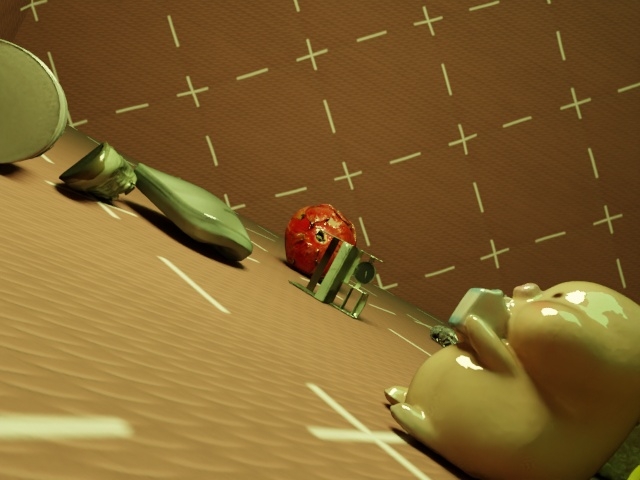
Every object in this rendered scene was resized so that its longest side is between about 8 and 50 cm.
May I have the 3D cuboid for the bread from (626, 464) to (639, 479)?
[{"bbox_3d":[0.368,0.285,0.390,0.384,0.112,0.166,23,30,-27],"label":"bread"}]

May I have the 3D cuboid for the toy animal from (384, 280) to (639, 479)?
[{"bbox_3d":[0.230,0.146,0.553,0.213,0.256,0.195,39,2,7],"label":"toy animal"}]

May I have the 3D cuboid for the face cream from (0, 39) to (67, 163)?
[{"bbox_3d":[-0.487,-0.209,0.770,0.177,0.177,0.153,27,0,-24],"label":"face cream"}]

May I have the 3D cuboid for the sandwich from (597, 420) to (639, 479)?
[{"bbox_3d":[0.549,0.371,0.848,0.099,0.289,0.254,-114,-174,-77],"label":"sandwich"}]

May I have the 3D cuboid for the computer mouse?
[{"bbox_3d":[-0.265,-0.069,1.058,0.331,0.095,0.197,36,-7,31],"label":"computer mouse"}]

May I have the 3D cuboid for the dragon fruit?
[{"bbox_3d":[0.000,0.007,1.529,0.241,0.240,0.252,28,16,-4],"label":"dragon fruit"}]

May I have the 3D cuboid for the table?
[{"bbox_3d":[0.038,0.074,1.164,0.175,0.146,0.062,28,0,25],"label":"table"}]

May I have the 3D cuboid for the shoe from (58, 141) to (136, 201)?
[{"bbox_3d":[-0.401,-0.121,0.942,0.098,0.103,0.275,48,-4,-17],"label":"shoe"}]

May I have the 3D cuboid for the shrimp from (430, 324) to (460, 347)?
[{"bbox_3d":[0.402,0.309,1.530,0.057,0.065,0.165,-13,33,-34],"label":"shrimp"}]
